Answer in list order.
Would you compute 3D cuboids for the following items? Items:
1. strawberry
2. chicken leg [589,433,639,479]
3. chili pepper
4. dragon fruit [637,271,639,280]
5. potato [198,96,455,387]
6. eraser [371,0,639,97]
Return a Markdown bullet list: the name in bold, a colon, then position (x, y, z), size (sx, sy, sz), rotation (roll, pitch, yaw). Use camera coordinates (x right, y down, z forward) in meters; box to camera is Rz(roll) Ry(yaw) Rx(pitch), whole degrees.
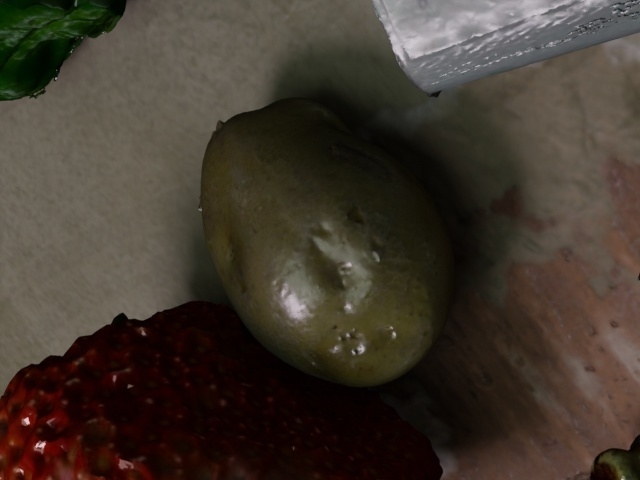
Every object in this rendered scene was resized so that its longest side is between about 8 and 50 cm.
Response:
- **strawberry**: position (-0.081, 0.191, 0.888), size (0.351, 0.312, 0.267), rotation (10, 98, 30)
- **chicken leg**: position (0.261, 0.337, 0.840), size (0.211, 0.140, 0.361), rotation (28, 131, 31)
- **chili pepper**: position (-0.324, -0.186, 0.937), size (0.385, 0.213, 0.167), rotation (-27, 77, 39)
- **dragon fruit**: position (0.242, 0.026, 0.743), size (0.060, 0.056, 0.083), rotation (27, 128, 20)
- **potato**: position (0.000, 0.000, 0.841), size (0.178, 0.160, 0.235), rotation (-38, 79, 17)
- **eraser**: position (0.134, -0.196, 0.686), size (0.227, 0.081, 0.174), rotation (-13, 110, 38)
